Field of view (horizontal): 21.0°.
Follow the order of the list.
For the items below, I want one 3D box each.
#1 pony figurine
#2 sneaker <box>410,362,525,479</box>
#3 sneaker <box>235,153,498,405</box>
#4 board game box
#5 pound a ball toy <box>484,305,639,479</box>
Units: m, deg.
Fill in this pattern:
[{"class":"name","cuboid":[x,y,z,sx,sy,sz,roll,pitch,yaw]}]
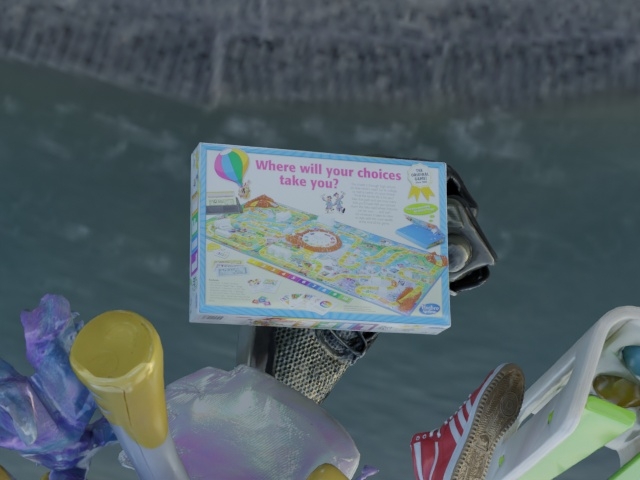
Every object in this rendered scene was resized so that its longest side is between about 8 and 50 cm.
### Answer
[{"class":"pony figurine","cuboid":[-0.070,0.178,0.882,0.351,0.303,0.363,24,157,35]},{"class":"sneaker","cuboid":[0.113,0.146,1.358,0.042,0.118,0.067,37,163,-29]},{"class":"sneaker","cuboid":[0.033,0.032,1.175,0.130,0.227,0.087,0,138,51]},{"class":"board game box","cuboid":[0.000,0.000,1.026,0.154,0.103,0.026,4,165,-15]},{"class":"pound a ball toy","cuboid":[0.268,0.172,1.427,0.208,0.136,0.319,23,158,0]}]
